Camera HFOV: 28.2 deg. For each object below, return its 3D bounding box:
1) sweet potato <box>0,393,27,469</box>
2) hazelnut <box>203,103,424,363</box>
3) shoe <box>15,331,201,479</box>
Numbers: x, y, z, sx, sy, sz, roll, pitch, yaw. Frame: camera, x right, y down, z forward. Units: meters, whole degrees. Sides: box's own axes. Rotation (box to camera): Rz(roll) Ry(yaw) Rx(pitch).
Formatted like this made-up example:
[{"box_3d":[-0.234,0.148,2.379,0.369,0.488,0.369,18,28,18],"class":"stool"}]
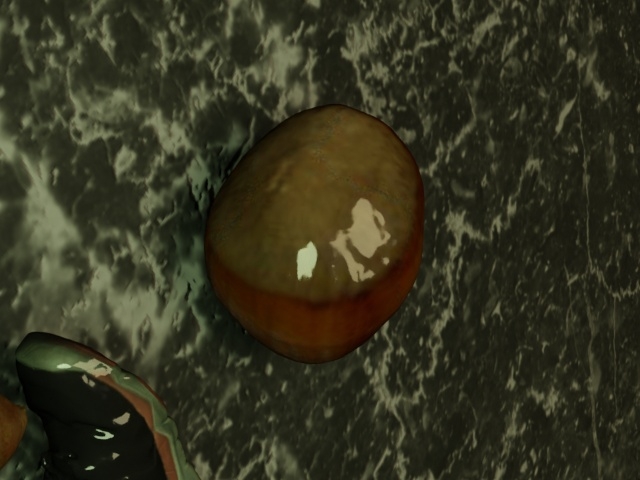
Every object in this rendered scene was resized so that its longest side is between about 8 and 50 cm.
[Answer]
[{"box_3d":[-0.326,0.148,0.696,0.385,0.109,0.109,-10,98,-47],"class":"sweet potato"},{"box_3d":[0.000,0.000,1.060,0.214,0.176,0.214,-56,160,-33],"class":"hazelnut"},{"box_3d":[-0.160,0.191,0.907,0.137,0.114,0.291,-47,129,-35],"class":"shoe"}]
